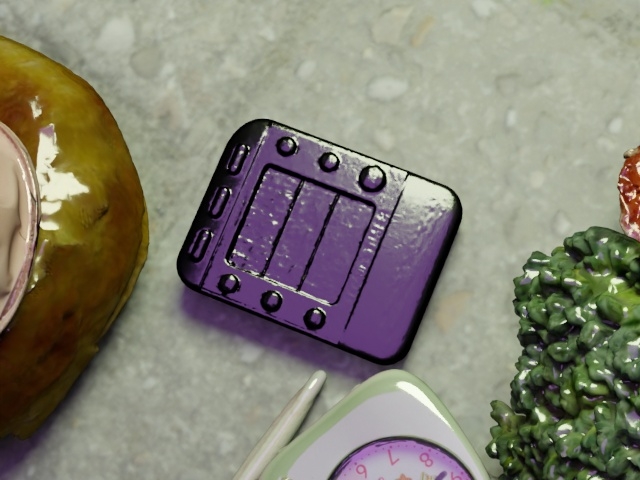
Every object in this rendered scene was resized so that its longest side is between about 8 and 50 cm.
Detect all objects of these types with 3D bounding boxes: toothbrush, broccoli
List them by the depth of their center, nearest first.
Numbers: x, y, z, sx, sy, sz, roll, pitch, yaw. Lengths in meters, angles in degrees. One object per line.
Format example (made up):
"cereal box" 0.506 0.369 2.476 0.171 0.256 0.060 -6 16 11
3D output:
"broccoli" 0.244 0.135 0.905 0.248 0.246 0.288 15 108 41
"toothbrush" -0.083 0.224 1.008 0.029 0.025 0.307 35 85 7

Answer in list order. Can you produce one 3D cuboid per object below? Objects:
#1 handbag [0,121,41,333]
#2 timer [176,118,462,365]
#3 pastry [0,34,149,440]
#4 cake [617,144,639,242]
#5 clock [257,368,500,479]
"handbag" -0.288 -0.009 0.884 0.179 0.116 0.205 10 78 16
"timer" 0.000 0.000 1.037 0.187 0.055 0.144 22 83 9
"pastry" -0.299 0.004 1.029 0.356 0.164 0.356 -4 75 14
"cake" 0.316 -0.043 0.978 0.220 0.086 0.116 -20 77 5
"clock" 0.059 0.201 0.972 0.151 0.062 0.191 -39 75 -2
